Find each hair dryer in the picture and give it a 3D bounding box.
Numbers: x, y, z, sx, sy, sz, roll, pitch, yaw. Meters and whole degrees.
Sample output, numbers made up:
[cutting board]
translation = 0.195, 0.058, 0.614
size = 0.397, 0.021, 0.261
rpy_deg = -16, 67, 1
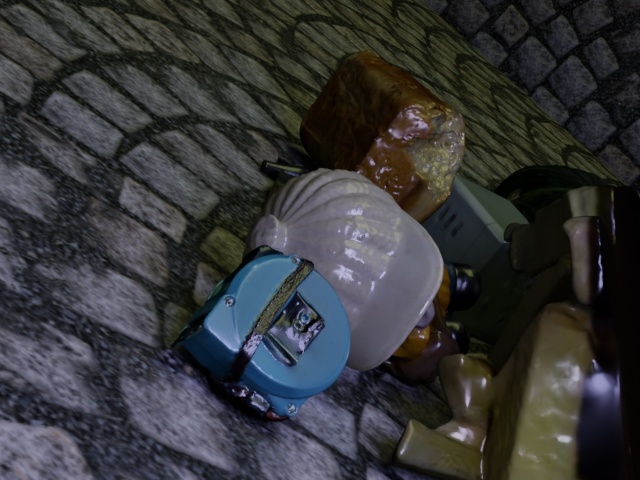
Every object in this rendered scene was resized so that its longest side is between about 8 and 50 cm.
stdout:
[hair dryer]
translation = -0.051, -0.094, 1.752
size = 0.079, 0.031, 0.083
rpy_deg = 17, 11, -29

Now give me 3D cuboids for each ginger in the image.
[ginger]
translation = 0.210, 0.109, 1.333
size = 0.413, 0.211, 0.359
rpy_deg = -57, 139, -58

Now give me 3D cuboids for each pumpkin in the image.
[pumpkin]
translation = 0.359, 0.024, 1.962
size = 0.300, 0.207, 0.300
rpy_deg = 32, 33, -24

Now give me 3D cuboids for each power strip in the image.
[power strip]
translation = 0.192, 0.007, 1.766
size = 0.139, 0.140, 0.224
rpy_deg = 22, 23, -38

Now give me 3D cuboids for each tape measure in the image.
[tape measure]
translation = -0.041, 0.081, 1.154
size = 0.125, 0.081, 0.146
rpy_deg = 45, 54, -10

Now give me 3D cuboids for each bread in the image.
[bread]
translation = 0.083, -0.123, 1.765
size = 0.148, 0.195, 0.344
rpy_deg = 31, 13, -19

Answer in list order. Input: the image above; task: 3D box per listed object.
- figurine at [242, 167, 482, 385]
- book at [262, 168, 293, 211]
[figurine]
translation = 0.040, 0.045, 1.362
size = 0.204, 0.185, 0.332
rpy_deg = 9, -10, 14
[book]
translation = 0.000, 0.000, 1.597
size = 0.160, 0.024, 0.228
rpy_deg = 38, 16, -8
